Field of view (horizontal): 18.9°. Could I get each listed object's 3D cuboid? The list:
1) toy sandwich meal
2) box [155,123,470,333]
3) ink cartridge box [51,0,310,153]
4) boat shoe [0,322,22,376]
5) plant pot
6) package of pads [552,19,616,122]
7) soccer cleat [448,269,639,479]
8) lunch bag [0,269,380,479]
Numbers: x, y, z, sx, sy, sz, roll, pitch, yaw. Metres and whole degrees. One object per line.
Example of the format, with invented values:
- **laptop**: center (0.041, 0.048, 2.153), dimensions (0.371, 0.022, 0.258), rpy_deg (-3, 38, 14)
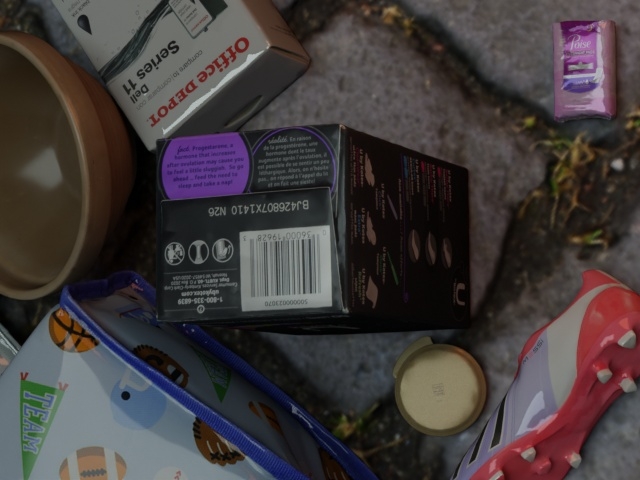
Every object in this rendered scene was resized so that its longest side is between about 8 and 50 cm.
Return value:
- **toy sandwich meal**: center (0.099, 0.123, 1.605), dimensions (0.085, 0.029, 0.086), rpy_deg (-1, 85, 13)
- **box**: center (0.000, 0.000, 1.525), dimensions (0.165, 0.270, 0.143), rpy_deg (-3, 84, 24)
- **ink cartridge box**: center (-0.130, -0.195, 1.703), dimensions (0.153, 0.087, 0.208), rpy_deg (-40, 72, 17)
- **boat shoe**: center (-0.332, 0.060, 1.785), dimensions (0.081, 0.079, 0.227), rpy_deg (-34, 65, -9)
- **plant pot**: center (-0.240, -0.072, 1.709), dimensions (0.237, 0.109, 0.237), rpy_deg (13, 109, 44)
- **package of pads**: center (0.216, -0.138, 1.572), dimensions (0.050, 0.032, 0.083), rpy_deg (-2, 85, 21)
- **soccer cleat**: center (0.176, 0.135, 1.551), dimensions (0.248, 0.083, 0.095), rpy_deg (-52, 39, 17)
- **lunch bag**: center (-0.131, 0.266, 1.591), dimensions (0.385, 0.239, 0.328), rpy_deg (39, 101, 6)
